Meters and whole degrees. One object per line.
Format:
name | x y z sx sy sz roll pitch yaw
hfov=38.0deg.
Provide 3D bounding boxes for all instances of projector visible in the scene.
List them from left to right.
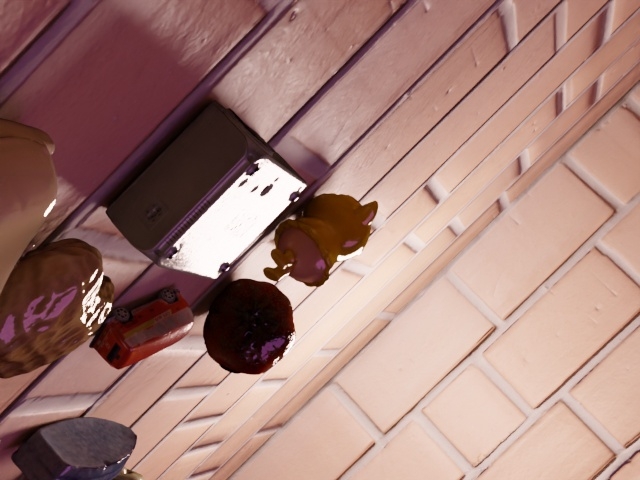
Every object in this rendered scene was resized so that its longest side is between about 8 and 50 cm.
projector | -0.137 -0.056 1.226 0.198 0.108 0.250 -45 164 4

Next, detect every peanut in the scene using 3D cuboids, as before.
peanut | -0.336 0.086 1.106 0.197 0.110 0.233 -39 162 -15

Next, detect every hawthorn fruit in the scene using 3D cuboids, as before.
hawthorn fruit | -0.129 0.165 1.744 0.181 0.181 0.235 -41 174 -8

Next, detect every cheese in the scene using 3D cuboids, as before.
cheese | -0.349 0.005 0.832 0.266 0.127 0.233 -48 167 26

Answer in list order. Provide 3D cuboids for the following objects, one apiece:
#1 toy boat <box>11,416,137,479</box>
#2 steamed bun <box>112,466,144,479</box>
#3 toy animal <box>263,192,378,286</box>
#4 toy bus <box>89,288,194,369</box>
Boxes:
toy boat | -0.419 0.377 1.643 0.078 0.127 0.283 -53 161 9
steamed bun | -0.446 0.541 1.812 0.347 0.237 0.394 -8 180 -23
toy animal | -0.001 0.003 1.672 0.230 0.156 0.156 -29 160 -32
toy bus | -0.272 0.139 1.464 0.174 0.077 0.079 -23 155 -51
